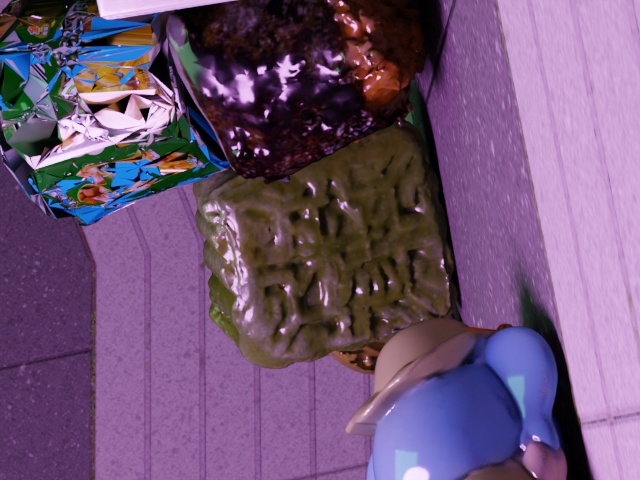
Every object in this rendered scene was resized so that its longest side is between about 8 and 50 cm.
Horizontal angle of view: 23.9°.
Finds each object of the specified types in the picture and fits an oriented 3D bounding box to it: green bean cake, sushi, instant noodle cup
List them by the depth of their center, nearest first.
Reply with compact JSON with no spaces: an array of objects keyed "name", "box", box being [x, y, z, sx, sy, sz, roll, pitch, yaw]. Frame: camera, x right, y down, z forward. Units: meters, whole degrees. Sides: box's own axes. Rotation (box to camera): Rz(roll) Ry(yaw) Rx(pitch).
[{"name":"sushi","box":[-0.003,-0.201,1.372,0.234,0.207,0.348,56,-155,-39]},{"name":"instant noodle cup","box":[-0.176,-0.139,1.424,0.240,0.178,0.240,-11,-90,-69]},{"name":"green bean cake","box":[0.000,0.000,1.503,0.125,0.248,0.222,-130,26,-70]}]

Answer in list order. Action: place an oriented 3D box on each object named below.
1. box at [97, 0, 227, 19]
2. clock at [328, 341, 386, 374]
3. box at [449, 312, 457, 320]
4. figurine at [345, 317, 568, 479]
[{"name":"box","box":[-0.044,-0.250,1.121,0.079,0.269,0.135,-67,-32,-66]},{"name":"clock","box":[0.056,0.029,1.662,0.237,0.057,0.237,22,-122,-42]},{"name":"box","box":[0.151,0.227,1.463,0.325,0.047,0.180,-103,2,-61]},{"name":"figurine","box":[0.104,0.179,1.034,0.180,0.153,0.262,112,152,-66]}]
